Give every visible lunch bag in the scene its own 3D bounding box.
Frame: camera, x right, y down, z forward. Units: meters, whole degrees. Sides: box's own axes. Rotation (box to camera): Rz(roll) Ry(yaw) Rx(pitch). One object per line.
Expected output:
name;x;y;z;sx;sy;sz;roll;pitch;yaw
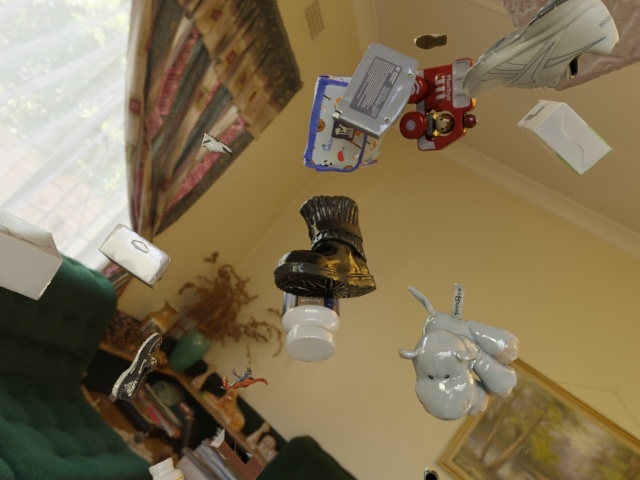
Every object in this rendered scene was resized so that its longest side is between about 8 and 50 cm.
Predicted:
lunch bag;0.094;-0.437;1.807;0.239;0.328;0.385;25;26;29

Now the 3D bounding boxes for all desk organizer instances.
desk organizer;-0.195;0.507;1.137;0.047;0.050;0.130;-18;-68;52

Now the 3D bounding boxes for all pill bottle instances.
pill bottle;-0.196;0.332;0.635;0.043;0.043;0.083;87;-22;-74
pill bottle;-0.024;0.175;1.285;0.153;0.153;0.264;50;28;-40

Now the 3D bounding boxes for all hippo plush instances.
hippo plush;0.295;0.244;1.009;0.234;0.294;0.236;-5;-2;18

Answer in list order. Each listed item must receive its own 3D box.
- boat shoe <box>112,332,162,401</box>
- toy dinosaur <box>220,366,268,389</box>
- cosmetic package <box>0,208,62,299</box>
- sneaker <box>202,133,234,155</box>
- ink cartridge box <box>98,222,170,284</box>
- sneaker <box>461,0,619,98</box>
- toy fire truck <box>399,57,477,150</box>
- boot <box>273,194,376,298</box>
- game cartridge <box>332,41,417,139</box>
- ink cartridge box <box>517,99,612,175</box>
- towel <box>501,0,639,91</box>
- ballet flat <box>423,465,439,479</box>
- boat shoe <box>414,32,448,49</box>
boat shoe;-0.309;0.220;0.845;0.038;0.125;0.046;21;-38;10
toy dinosaur;-0.168;0.295;1.025;0.090;0.047;0.082;4;9;18
cosmetic package;-0.715;-0.038;0.934;0.377;0.097;0.284;34;-9;-34
sneaker;-0.305;-0.276;1.446;0.109;0.044;0.040;30;8;13
ink cartridge box;-0.490;0.050;1.307;0.158;0.092;0.218;36;-19;-7
sneaker;0.364;-0.310;0.845;0.129;0.111;0.297;48;-21;-9
toy fire truck;0.429;-0.474;1.723;0.254;0.302;0.169;4;11;41
boot;-0.003;0.002;1.190;0.348;0.131;0.260;17;57;-55
game cartridge;0.187;-0.477;1.560;0.196;0.294;0.060;26;-9;10
ink cartridge box;0.772;-0.346;1.580;0.207;0.119;0.353;43;21;-3
towel;0.575;-0.509;1.082;0.317;0.053;0.332;52;-9;-10
ballet flat;0.394;0.869;1.712;0.173;0.057;0.049;-74;152;-62
boat shoe;0.382;-0.701;1.704;0.045;0.135;0.050;45;-41;52
